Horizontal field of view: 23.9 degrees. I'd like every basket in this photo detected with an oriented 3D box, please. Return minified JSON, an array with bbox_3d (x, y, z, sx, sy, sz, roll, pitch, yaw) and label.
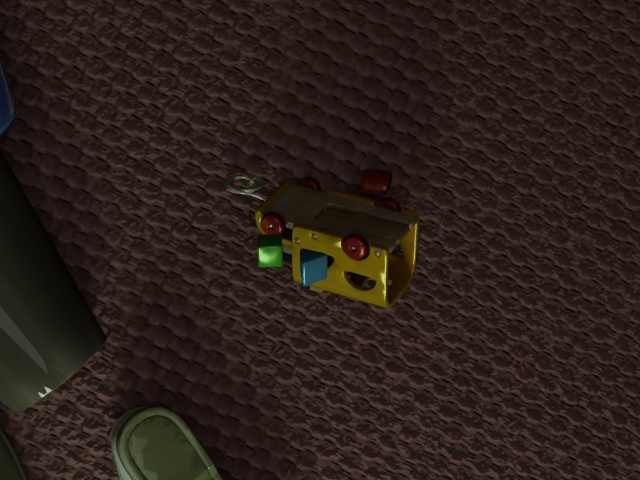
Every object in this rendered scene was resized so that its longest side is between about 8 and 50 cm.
[{"bbox_3d":[-0.347,0.057,1.598,0.204,0.154,0.227,-41,101,-20],"label":"basket"}]

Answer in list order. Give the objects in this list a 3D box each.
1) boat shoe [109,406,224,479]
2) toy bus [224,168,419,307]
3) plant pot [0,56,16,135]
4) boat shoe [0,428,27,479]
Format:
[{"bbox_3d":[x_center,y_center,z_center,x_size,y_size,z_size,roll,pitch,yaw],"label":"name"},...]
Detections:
[{"bbox_3d":[-0.133,0.316,1.659,0.113,0.103,0.302,-27,94,-20],"label":"boat shoe"},{"bbox_3d":[0.008,0.005,1.668,0.190,0.202,0.104,-9,123,-15],"label":"toy bus"},{"bbox_3d":[-0.435,-0.172,1.541,0.212,0.236,0.236,-17,93,-14],"label":"plant pot"},{"bbox_3d":[-0.360,0.348,1.620,0.113,0.127,0.340,-17,97,15],"label":"boat shoe"}]
